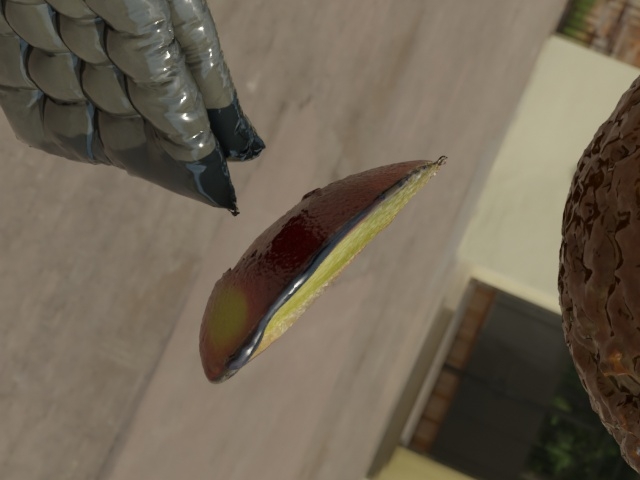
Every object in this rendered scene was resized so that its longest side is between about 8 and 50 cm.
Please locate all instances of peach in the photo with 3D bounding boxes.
[{"bbox_3d":[-0.004,-0.002,1.091,0.279,0.068,0.189,-44,177,-33],"label":"peach"}]

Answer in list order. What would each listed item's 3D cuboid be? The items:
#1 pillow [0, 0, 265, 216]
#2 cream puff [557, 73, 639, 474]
[{"bbox_3d":[-0.176,-0.170,1.019,0.101,0.228,0.326,-56,150,-27],"label":"pillow"},{"bbox_3d":[0.241,0.026,0.557,0.303,0.303,0.212,103,-16,-47],"label":"cream puff"}]
